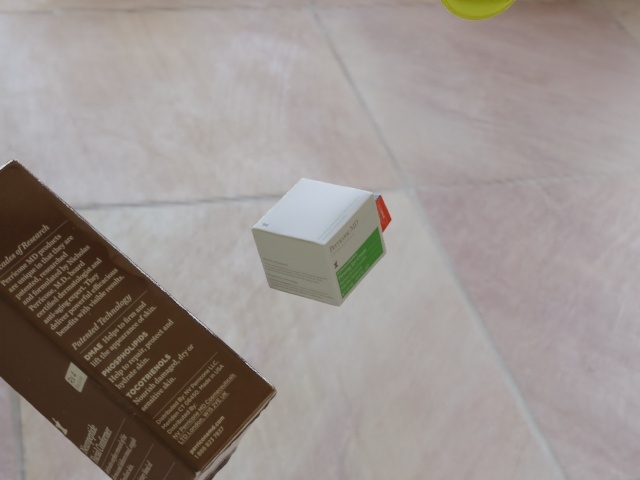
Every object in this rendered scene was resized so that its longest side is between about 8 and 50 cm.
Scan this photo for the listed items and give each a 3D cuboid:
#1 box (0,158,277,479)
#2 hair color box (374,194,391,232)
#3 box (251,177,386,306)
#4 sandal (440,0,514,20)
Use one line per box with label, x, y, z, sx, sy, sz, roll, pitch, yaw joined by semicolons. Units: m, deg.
box;-0.248;0.112;1.283;0.381;0.191;0.143;42;57;7
hair color box;0.018;0.004;1.397;0.072;0.043;0.141;5;46;37
box;0.000;0.000;1.282;0.102;0.087;0.101;13;44;35
sandal;0.134;-0.404;1.316;0.126;0.317;0.138;-12;16;1
